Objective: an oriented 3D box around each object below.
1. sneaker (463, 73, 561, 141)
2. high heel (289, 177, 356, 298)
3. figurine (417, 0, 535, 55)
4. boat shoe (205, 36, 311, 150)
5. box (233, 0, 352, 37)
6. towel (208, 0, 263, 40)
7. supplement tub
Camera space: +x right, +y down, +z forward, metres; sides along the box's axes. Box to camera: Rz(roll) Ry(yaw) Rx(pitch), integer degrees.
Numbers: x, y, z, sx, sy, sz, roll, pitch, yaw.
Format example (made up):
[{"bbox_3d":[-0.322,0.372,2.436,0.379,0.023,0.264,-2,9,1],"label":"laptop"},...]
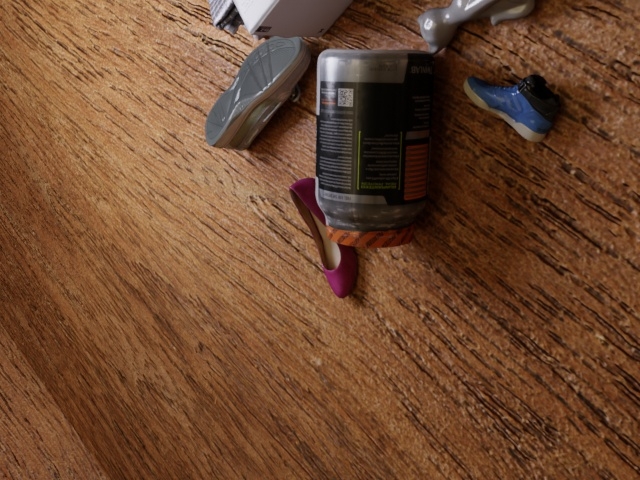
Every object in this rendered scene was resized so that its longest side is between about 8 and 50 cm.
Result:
[{"bbox_3d":[0.290,-0.223,1.072,0.152,0.058,0.084,45,134,23],"label":"sneaker"},{"bbox_3d":[0.000,0.000,1.379,0.082,0.117,0.244,4,102,45],"label":"high heel"},{"bbox_3d":[0.208,-0.412,1.103,0.209,0.092,0.214,-16,89,54],"label":"figurine"},{"bbox_3d":[-0.117,-0.292,1.454,0.320,0.103,0.118,-42,51,36],"label":"boat shoe"},{"bbox_3d":[-0.036,-0.458,1.257,0.182,0.181,0.119,-37,74,43],"label":"box"},{"bbox_3d":[-0.151,-0.570,1.392,0.283,0.121,0.235,-48,65,41],"label":"towel"},{"bbox_3d":[0.088,-0.157,1.199,0.194,0.194,0.316,15,109,42],"label":"supplement tub"}]
